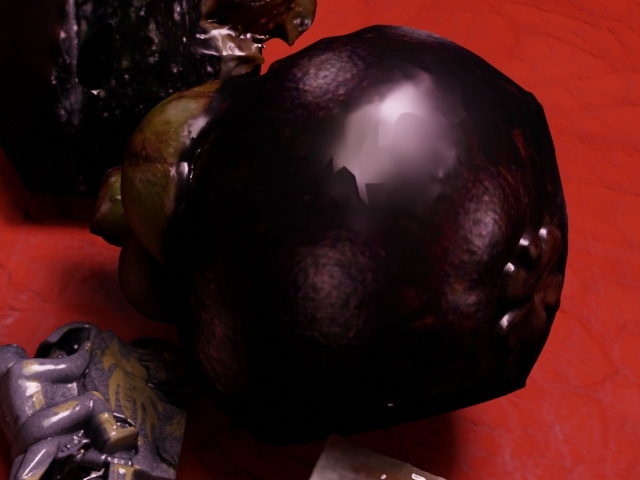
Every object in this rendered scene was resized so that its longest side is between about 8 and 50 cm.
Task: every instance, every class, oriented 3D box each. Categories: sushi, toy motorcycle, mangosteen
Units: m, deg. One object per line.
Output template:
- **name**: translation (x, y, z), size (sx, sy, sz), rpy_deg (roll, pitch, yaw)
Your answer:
- **sushi**: translation (-0.118, -0.164, 1.358), size (0.212, 0.215, 0.227), rpy_deg (7, 21, -24)
- **toy motorcycle**: translation (-0.138, 0.103, 1.133), size (0.124, 0.061, 0.193), rpy_deg (24, 33, -6)
- **mangosteen**: translation (0.003, 0.004, 1.177), size (0.287, 0.287, 0.233), rpy_deg (-13, 87, -34)

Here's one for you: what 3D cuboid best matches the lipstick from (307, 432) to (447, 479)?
- **lipstick**: translation (0.155, 0.227, 1.110), size (0.371, 0.076, 0.080), rpy_deg (24, 38, 3)
